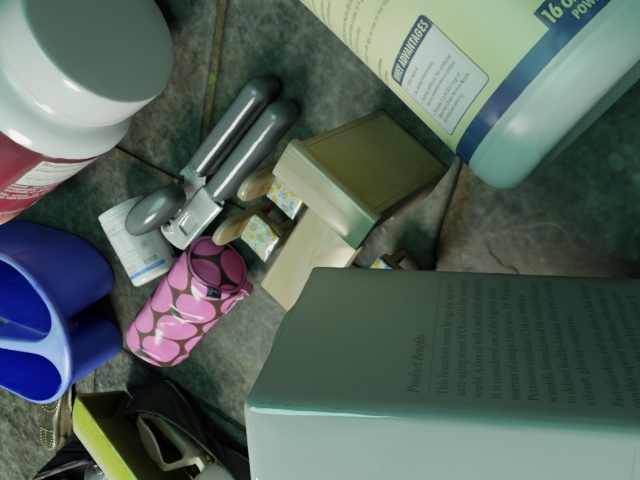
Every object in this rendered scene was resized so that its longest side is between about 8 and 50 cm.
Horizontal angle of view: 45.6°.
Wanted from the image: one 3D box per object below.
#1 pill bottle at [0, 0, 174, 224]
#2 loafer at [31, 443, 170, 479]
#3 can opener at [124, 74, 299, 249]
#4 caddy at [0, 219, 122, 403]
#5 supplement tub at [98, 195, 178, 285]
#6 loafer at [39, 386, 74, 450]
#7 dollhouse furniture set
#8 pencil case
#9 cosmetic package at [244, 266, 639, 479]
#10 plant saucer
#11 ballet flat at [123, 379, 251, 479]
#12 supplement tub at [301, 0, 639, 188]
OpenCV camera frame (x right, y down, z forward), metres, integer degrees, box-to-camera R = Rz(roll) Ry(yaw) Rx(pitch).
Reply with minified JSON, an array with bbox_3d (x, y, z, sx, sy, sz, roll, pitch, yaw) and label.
[{"bbox_3d":[-0.372,-0.173,0.944,0.392,0.224,0.224,-24,94,39],"label":"pill bottle"},{"bbox_3d":[-0.367,0.398,1.263,0.303,0.095,0.109,-12,102,38],"label":"loafer"},{"bbox_3d":[-0.131,-0.079,0.907,0.074,0.093,0.280,52,124,7],"label":"can opener"},{"bbox_3d":[-0.468,0.106,1.159,0.342,0.179,0.241,13,117,30],"label":"caddy"},{"bbox_3d":[-0.243,0.001,1.026,0.071,0.071,0.107,-26,92,39],"label":"supplement tub"},{"bbox_3d":[-0.450,0.284,1.306,0.056,0.050,0.147,17,102,25],"label":"loafer"},{"bbox_3d":[0.000,0.000,0.795,0.212,0.161,0.242,43,128,12],"label":"dollhouse furniture set"},{"bbox_3d":[-0.176,0.090,1.008,0.098,0.095,0.209,32,132,-14],"label":"pencil case"},{"bbox_3d":[0.194,0.141,0.582,0.454,0.230,0.161,2,112,11],"label":"cosmetic package"},{"bbox_3d":[-0.279,0.307,1.108,0.045,0.188,0.188,-40,78,-1],"label":"plant saucer"},{"bbox_3d":[-0.180,0.323,1.100,0.280,0.096,0.095,39,127,15],"label":"ballet flat"},{"bbox_3d":[0.108,-0.225,0.577,0.325,0.235,0.235,46,128,10],"label":"supplement tub"}]
